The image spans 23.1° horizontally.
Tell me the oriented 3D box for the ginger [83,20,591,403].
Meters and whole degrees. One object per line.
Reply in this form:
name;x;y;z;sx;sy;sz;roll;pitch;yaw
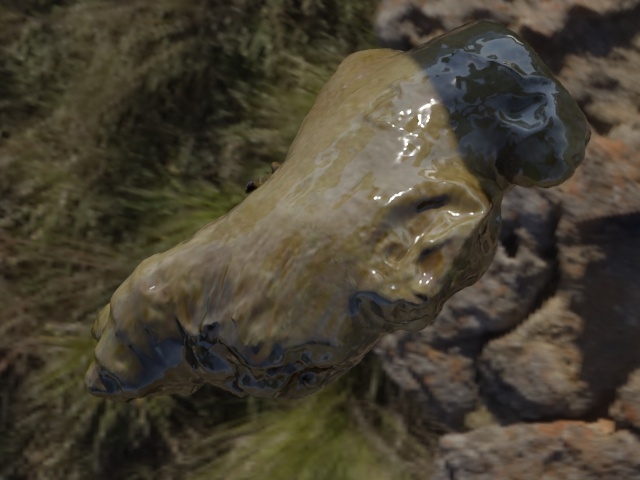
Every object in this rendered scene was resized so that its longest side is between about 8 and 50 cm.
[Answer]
ginger;0.003;0.000;0.612;0.213;0.074;0.137;-38;28;-13
